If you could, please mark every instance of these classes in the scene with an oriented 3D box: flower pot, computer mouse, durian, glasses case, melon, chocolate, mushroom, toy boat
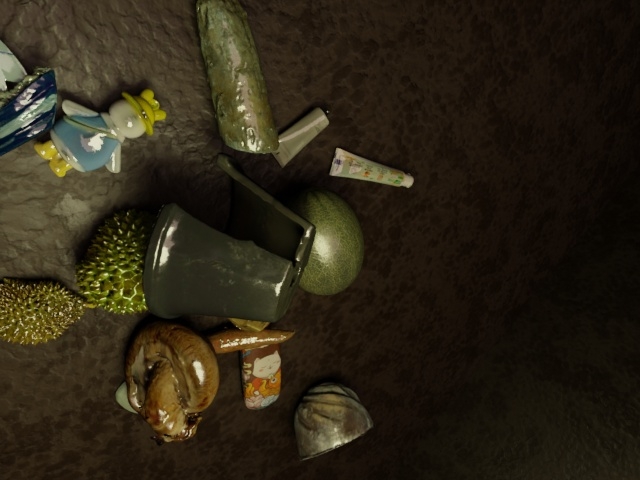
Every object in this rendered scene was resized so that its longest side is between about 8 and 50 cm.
[{"bbox_3d":[-0.165,0.035,0.876,0.379,0.250,0.380,20,90,-84],"label":"flower pot"},{"bbox_3d":[-0.470,0.440,1.108,0.089,0.056,0.181,-50,132,2],"label":"computer mouse"},{"bbox_3d":[-0.583,0.157,0.852,0.208,0.102,0.147,0,108,-40],"label":"durian"},{"bbox_3d":[-0.190,0.397,1.265,0.122,0.082,0.322,-11,117,-25],"label":"glasses case"},{"bbox_3d":[-0.406,0.053,0.883,0.237,0.176,0.200,-53,152,-15],"label":"durian"},{"bbox_3d":[0.000,0.000,1.095,0.237,0.237,0.302,-27,122,-22],"label":"melon"},{"bbox_3d":[0.020,0.633,1.457,0.302,0.213,0.303,-20,159,-8],"label":"chocolate"},{"bbox_3d":[-0.367,0.351,1.006,0.262,0.284,0.195,-14,159,16],"label":"mushroom"},{"bbox_3d":[-0.582,-0.291,0.651,0.220,0.067,0.291,-30,115,-2],"label":"toy boat"}]

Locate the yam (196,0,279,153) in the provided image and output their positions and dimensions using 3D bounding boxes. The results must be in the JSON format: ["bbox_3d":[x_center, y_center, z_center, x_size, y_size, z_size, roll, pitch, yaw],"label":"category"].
[{"bbox_3d":[-0.182,-0.347,0.857,0.133,0.133,0.331,-25,122,-23],"label":"yam"}]

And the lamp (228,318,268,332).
[{"bbox_3d":[-0.172,0.149,1.106,0.185,0.161,0.161,-50,131,0],"label":"lamp"}]

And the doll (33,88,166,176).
[{"bbox_3d":[-0.417,-0.211,0.779,0.241,0.099,0.135,-36,90,-17],"label":"doll"}]

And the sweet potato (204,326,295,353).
[{"bbox_3d":[-0.225,0.274,1.139,0.313,0.066,0.072,-8,89,-13],"label":"sweet potato"}]

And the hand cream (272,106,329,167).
[{"bbox_3d":[-0.050,-0.277,1.042,0.186,0.054,0.087,-41,135,-3],"label":"hand cream"}]

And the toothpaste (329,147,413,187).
[{"bbox_3d":[0.164,-0.208,1.230,0.314,0.058,0.056,7,152,-34],"label":"toothpaste"}]
